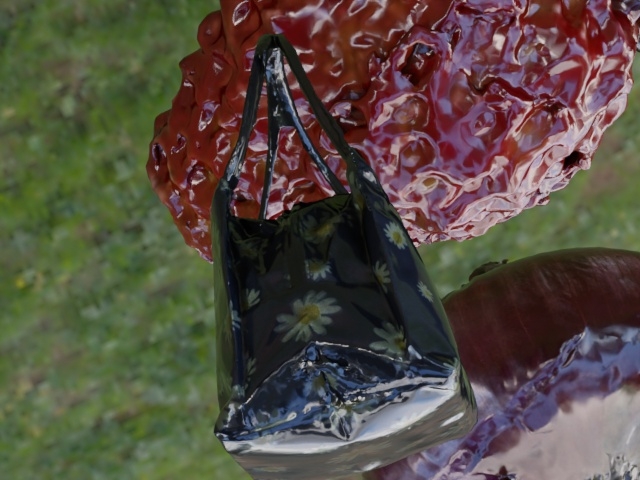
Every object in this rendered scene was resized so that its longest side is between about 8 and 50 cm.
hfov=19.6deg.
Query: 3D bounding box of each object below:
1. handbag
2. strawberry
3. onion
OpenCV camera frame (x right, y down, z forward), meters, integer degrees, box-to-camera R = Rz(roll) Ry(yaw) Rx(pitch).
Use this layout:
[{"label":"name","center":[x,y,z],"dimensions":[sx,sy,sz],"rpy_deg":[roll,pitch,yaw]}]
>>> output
[{"label":"handbag","center":[0.000,0.000,0.570],"dimensions":[0.072,0.139,0.115],"rpy_deg":[-12,164,5]},{"label":"strawberry","center":[0.029,-0.043,0.790],"dimensions":[0.236,0.111,0.190],"rpy_deg":[-38,130,24]},{"label":"onion","center":[0.186,0.120,1.565],"dimensions":[0.348,0.285,0.347],"rpy_deg":[-14,138,-13]}]
